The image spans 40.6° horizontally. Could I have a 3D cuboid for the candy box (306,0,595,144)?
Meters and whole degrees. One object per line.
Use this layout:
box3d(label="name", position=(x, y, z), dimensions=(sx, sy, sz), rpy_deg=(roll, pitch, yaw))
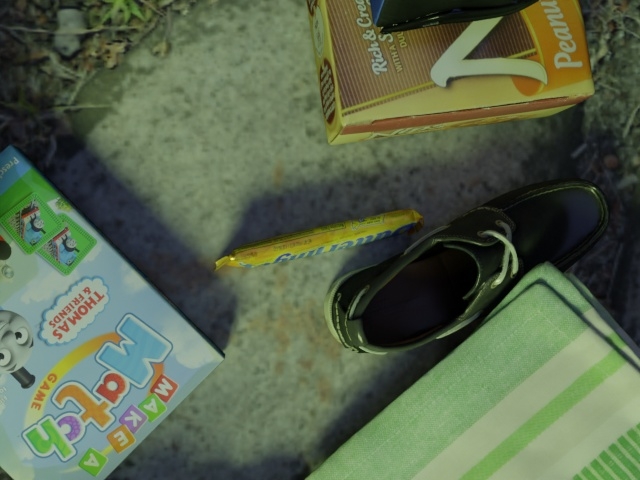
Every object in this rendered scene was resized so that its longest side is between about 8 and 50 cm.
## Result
box3d(label="candy box", position=(0.075, -0.240, 0.630), dimensions=(0.183, 0.087, 0.316), rpy_deg=(-8, 89, -7))

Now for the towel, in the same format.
box3d(label="towel", position=(0.175, 0.204, 0.560), dimensions=(0.248, 0.038, 0.325), rpy_deg=(-43, 68, 1))

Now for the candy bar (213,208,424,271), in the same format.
box3d(label="candy bar", position=(0.000, 0.000, 0.636), dimensions=(0.161, 0.040, 0.018), rpy_deg=(-12, 81, -9))

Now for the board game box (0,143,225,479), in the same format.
box3d(label="board game box", position=(-0.197, 0.064, 0.607), dimensions=(0.211, 0.039, 0.160), rpy_deg=(45, 83, -5))

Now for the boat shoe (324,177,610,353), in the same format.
box3d(label="boat shoe", position=(0.118, 0.020, 0.634), dimensions=(0.233, 0.079, 0.084), rpy_deg=(-24, 90, -10))

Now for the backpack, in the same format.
box3d(label="backpack", position=(0.093, -0.192, 0.537), dimensions=(0.120, 0.098, 0.101), rpy_deg=(-6, 86, -5))
